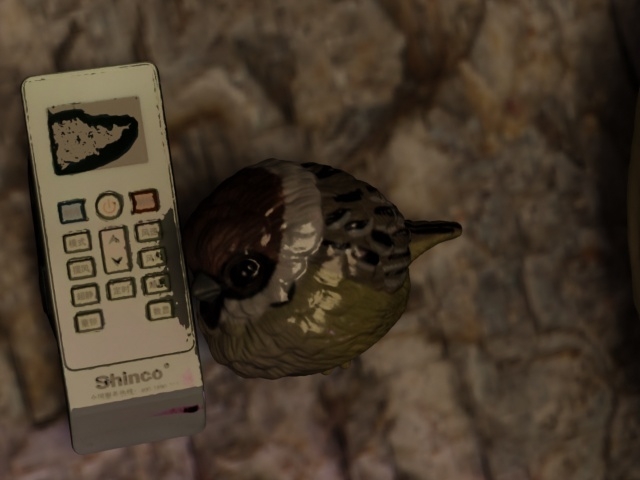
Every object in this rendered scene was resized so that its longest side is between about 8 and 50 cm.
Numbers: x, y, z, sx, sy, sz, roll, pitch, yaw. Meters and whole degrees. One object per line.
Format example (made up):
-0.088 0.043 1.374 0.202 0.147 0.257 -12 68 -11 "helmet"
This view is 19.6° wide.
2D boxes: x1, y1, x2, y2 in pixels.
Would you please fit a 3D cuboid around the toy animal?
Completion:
0.000 0.000 0.810 0.137 0.098 0.098 -37 106 -28 "toy animal"

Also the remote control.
-0.093 0.008 0.812 0.065 0.029 0.166 -9 94 -15 "remote control"

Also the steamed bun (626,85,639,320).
0.312 -0.031 0.756 0.290 0.371 0.456 9 90 -17 "steamed bun"
